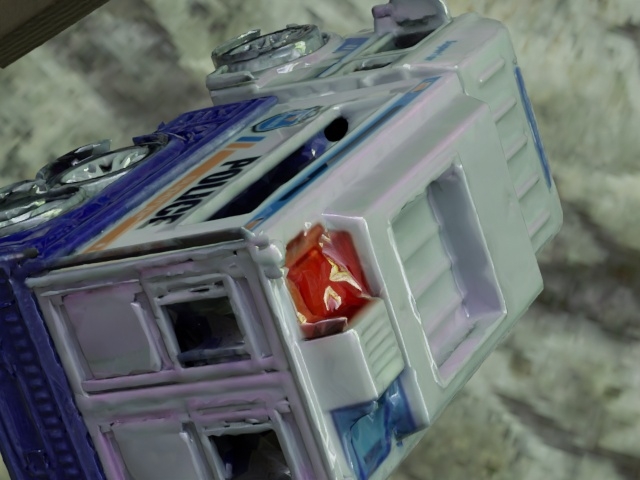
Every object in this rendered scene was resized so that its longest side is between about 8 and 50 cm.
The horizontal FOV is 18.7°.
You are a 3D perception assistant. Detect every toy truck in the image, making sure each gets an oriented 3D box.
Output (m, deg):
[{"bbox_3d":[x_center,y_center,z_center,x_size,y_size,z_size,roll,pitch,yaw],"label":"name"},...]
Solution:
[{"bbox_3d":[0.000,0.000,0.692,0.155,0.268,0.124,-9,-71,31],"label":"toy truck"}]

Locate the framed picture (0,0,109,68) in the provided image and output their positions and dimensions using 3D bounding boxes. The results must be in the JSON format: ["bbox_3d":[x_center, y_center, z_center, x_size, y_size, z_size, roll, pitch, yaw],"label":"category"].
[{"bbox_3d":[-0.115,-0.176,0.967,0.168,0.128,0.023,-26,-31,37],"label":"framed picture"}]
